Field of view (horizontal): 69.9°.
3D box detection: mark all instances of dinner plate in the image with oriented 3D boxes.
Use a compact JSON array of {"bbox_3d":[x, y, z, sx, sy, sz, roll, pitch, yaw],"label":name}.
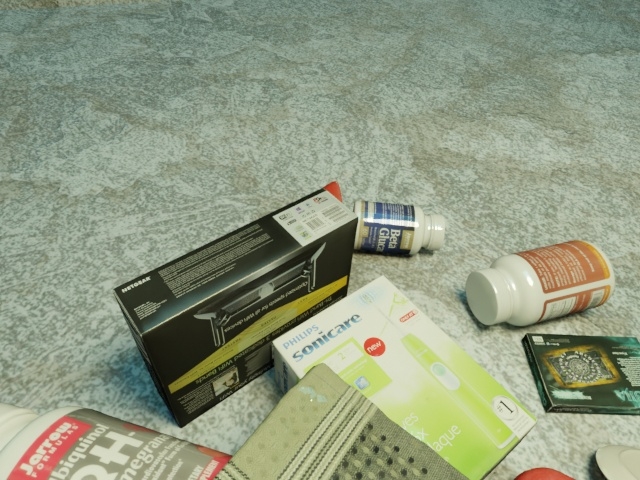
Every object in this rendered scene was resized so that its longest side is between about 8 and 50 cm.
[{"bbox_3d":[0.429,0.304,0.579,0.141,0.017,0.141,9,15,-3],"label":"dinner plate"}]

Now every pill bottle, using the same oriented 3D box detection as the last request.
[{"bbox_3d":[0.144,-0.023,0.871,0.169,0.094,0.094,5,46,2],"label":"pill bottle"},{"bbox_3d":[0.364,0.075,0.772,0.216,0.121,0.121,-10,47,-14],"label":"pill bottle"},{"bbox_3d":[-0.241,0.284,0.490,0.318,0.176,0.176,13,46,9],"label":"pill bottle"}]

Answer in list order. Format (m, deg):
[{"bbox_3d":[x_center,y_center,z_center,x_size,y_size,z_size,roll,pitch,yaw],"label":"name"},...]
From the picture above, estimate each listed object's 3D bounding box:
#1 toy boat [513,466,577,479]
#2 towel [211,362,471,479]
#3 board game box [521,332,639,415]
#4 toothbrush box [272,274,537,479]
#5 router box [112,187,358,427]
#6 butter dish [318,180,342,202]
[{"bbox_3d":[0.321,0.340,0.490,0.231,0.151,0.151,22,49,17],"label":"toy boat"},{"bbox_3d":[0.028,0.303,0.388,0.312,0.056,0.324,35,44,16],"label":"towel"},{"bbox_3d":[0.426,0.207,0.714,0.186,0.026,0.126,3,46,-1],"label":"board game box"},{"bbox_3d":[0.097,0.215,0.620,0.206,0.122,0.283,-27,52,-25],"label":"toothbrush box"},{"bbox_3d":[-0.095,0.094,0.640,0.308,0.243,0.081,-28,54,-28],"label":"router box"},{"bbox_3d":[0.000,0.000,0.832,0.159,0.118,0.160,-32,37,21],"label":"butter dish"}]
